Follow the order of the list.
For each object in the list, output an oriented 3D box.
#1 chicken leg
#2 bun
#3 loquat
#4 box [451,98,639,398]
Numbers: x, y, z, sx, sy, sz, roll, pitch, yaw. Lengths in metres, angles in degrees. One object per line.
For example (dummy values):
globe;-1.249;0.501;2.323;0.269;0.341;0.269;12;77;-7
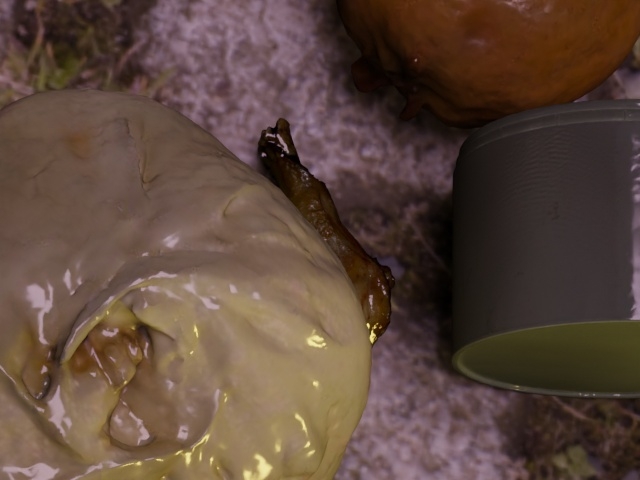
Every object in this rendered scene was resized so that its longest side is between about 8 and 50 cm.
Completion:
chicken leg;0.000;0.000;1.286;0.070;0.093;0.178;-31;74;19
bun;-0.141;0.069;1.137;0.361;0.213;0.361;5;76;-18
loquat;0.121;-0.192;1.312;0.238;0.193;0.238;4;79;-22
box;0.202;0.012;1.260;0.226;0.226;0.149;7;73;-17
